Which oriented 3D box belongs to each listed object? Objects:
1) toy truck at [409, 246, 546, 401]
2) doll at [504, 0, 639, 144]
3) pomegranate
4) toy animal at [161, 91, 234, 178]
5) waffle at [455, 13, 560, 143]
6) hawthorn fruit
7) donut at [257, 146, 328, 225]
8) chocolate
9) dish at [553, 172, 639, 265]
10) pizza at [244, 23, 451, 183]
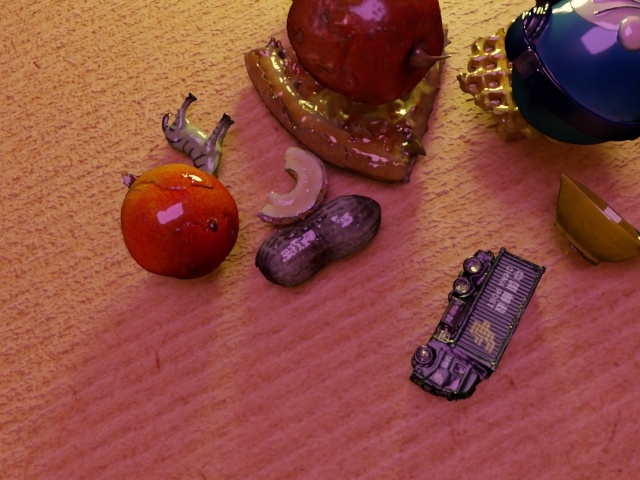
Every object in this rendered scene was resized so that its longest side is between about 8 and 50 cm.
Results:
[{"bbox_3d":[0.247,0.136,0.840,0.121,0.088,0.259,28,74,18],"label":"toy truck"},{"bbox_3d":[0.428,-0.300,0.827,0.284,0.240,0.310,18,59,-13],"label":"doll"},{"bbox_3d":[-0.258,-0.038,0.925,0.235,0.210,0.210,31,76,19],"label":"pomegranate"},{"bbox_3d":[-0.256,-0.194,1.062,0.216,0.073,0.176,34,92,24],"label":"toy animal"},{"bbox_3d":[0.410,-0.313,0.977,0.290,0.051,0.291,-3,70,8],"label":"waffle"},{"bbox_3d":[0.077,-0.363,0.906,0.258,0.258,0.262,-40,96,-8],"label":"hawthorn fruit"},{"bbox_3d":[-0.039,-0.092,0.987,0.108,0.065,0.166,19,72,15],"label":"donut"},{"bbox_3d":[0.000,0.000,0.924,0.248,0.110,0.110,-33,67,1],"label":"chocolate"},{"bbox_3d":[0.454,-0.017,0.857,0.208,0.148,0.080,48,119,15],"label":"dish"},{"bbox_3d":[0.074,-0.278,1.038,0.434,0.080,0.392,-12,67,6],"label":"pizza"}]
